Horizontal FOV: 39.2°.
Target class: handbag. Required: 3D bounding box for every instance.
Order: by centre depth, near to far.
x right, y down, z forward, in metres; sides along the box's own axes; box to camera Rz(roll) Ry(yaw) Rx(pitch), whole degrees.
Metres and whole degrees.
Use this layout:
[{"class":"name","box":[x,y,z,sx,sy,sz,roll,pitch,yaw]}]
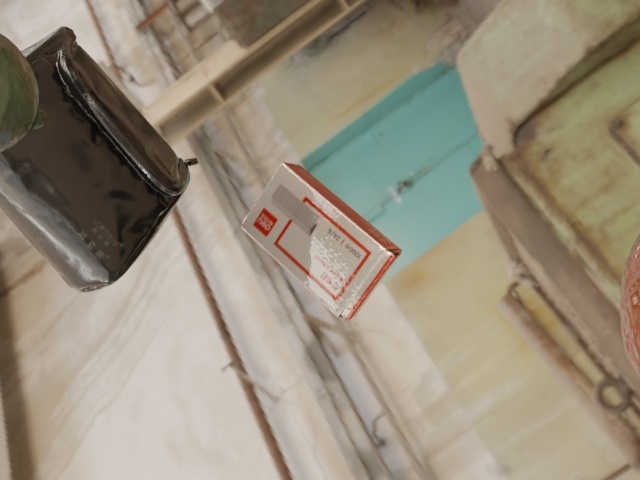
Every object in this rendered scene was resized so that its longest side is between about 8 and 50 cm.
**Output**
[{"class":"handbag","box":[-0.300,-0.124,1.179,0.178,0.275,0.302,-10,124,51]}]

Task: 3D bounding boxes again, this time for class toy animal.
[{"class":"toy animal","box":[-0.351,-0.196,0.831,0.125,0.127,0.251,17,133,25]}]

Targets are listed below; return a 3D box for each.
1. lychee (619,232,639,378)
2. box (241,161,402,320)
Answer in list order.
[{"class":"lychee","box":[0.413,0.060,0.881,0.255,0.255,0.300,55,-177,10]},{"class":"box","box":[0.000,0.000,1.269,0.229,0.123,0.050,42,-164,27]}]
